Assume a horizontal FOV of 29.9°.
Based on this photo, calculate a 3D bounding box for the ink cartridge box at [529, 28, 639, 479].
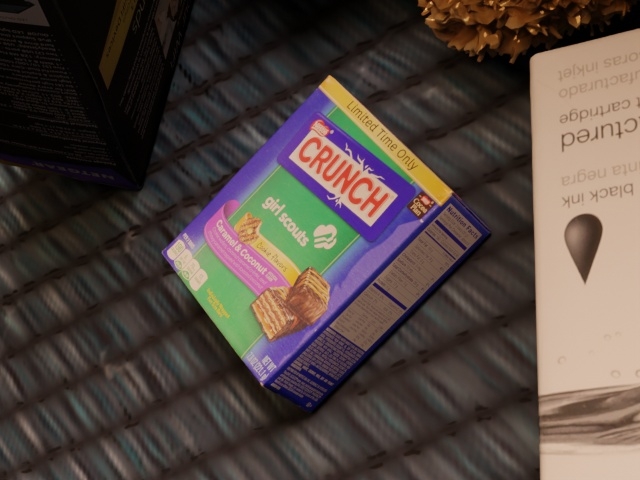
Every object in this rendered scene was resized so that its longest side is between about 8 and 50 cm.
[{"bbox_3d":[0.151,0.042,0.352,0.160,0.092,0.219,-11,62,28],"label":"ink cartridge box"}]

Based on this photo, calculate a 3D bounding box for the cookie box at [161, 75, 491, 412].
[{"bbox_3d":[0.000,0.000,0.499,0.107,0.040,0.092,-46,52,5],"label":"cookie box"}]

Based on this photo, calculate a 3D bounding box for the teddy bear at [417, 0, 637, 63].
[{"bbox_3d":[0.093,-0.179,0.443,0.338,0.113,0.245,4,104,29],"label":"teddy bear"}]

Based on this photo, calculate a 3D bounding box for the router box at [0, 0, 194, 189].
[{"bbox_3d":[-0.095,-0.209,0.526,0.081,0.243,0.308,11,72,5],"label":"router box"}]
